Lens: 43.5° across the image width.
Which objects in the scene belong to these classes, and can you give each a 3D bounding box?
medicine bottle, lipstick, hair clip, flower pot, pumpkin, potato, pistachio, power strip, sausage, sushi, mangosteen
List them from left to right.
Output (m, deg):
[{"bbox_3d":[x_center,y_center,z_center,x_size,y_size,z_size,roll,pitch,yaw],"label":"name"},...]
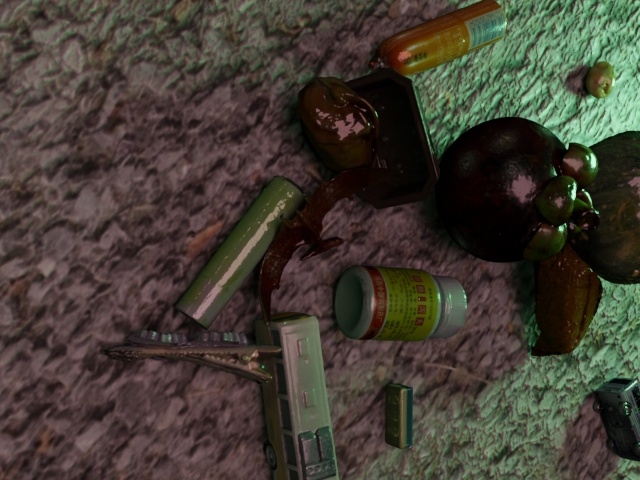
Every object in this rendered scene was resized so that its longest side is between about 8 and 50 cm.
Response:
[{"bbox_3d":[-0.214,0.188,1.335,0.292,0.106,0.084,6,70,-6],"label":"hair clip"},{"bbox_3d":[-0.137,0.017,1.412,0.076,0.076,0.304,41,73,-20],"label":"lipstick"},{"bbox_3d":[0.033,-0.198,1.452,0.130,0.165,0.210,-52,123,-37],"label":"pistachio"},{"bbox_3d":[0.137,-0.195,1.514,0.084,0.179,0.250,-29,104,-54],"label":"flower pot"},{"bbox_3d":[0.154,0.344,1.564,0.032,0.056,0.123,0,90,-26],"label":"power strip"},{"bbox_3d":[0.150,0.121,1.518,0.226,0.139,0.139,5,87,-27],"label":"medicine bottle"},{"bbox_3d":[0.226,-0.391,1.588,0.312,0.093,0.092,-27,101,-24],"label":"sausage"},{"bbox_3d":[0.371,-0.092,1.548,0.301,0.300,0.300,0,90,-27],"label":"mangosteen"},{"bbox_3d":[0.510,0.114,1.687,0.149,0.140,0.287,-28,126,-33],"label":"sushi"},{"bbox_3d":[0.635,-0.365,1.814,0.068,0.062,0.083,33,53,-38],"label":"potato"},{"bbox_3d":[0.651,-0.059,1.702,0.292,0.257,0.327,-21,88,-41],"label":"pumpkin"}]

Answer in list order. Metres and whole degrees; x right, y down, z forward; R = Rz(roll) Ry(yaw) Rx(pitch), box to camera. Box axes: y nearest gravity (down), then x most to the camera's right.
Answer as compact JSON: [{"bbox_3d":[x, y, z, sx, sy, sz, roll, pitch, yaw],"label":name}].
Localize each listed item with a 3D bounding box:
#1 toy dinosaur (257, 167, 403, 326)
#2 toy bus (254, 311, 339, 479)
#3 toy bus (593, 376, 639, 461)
[{"bbox_3d":[-0.006,0.000,1.416,0.327,0.113,0.206,-35,144,-31],"label":"toy dinosaur"},{"bbox_3d":[-0.041,0.299,1.423,0.097,0.138,0.342,-8,92,-29],"label":"toy bus"},{"bbox_3d":[0.701,0.406,1.822,0.098,0.087,0.178,-27,99,-31],"label":"toy bus"}]
